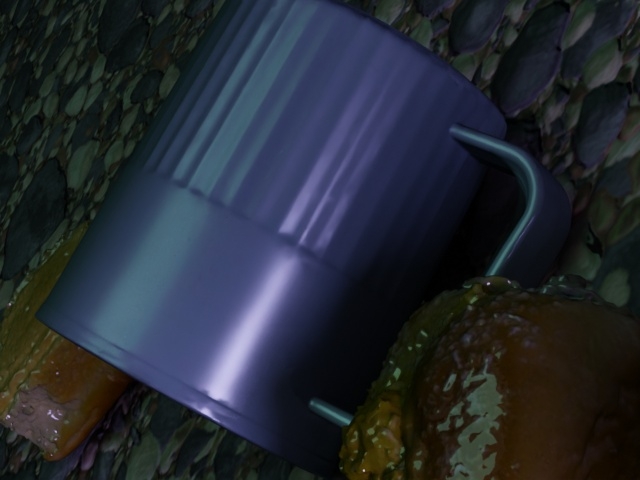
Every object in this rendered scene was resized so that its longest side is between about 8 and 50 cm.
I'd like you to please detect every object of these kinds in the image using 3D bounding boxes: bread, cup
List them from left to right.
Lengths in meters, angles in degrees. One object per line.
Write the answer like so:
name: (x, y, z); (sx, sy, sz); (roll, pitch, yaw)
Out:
bread: (-0.238, 0.093, 1.764); (0.245, 0.121, 0.174); (-50, 36, 12)
cup: (-0.017, -0.010, 1.320); (0.311, 0.256, 0.331); (-61, 24, -5)
bread: (0.106, 0.125, 1.052); (0.195, 0.176, 0.246); (-4, 61, 58)
